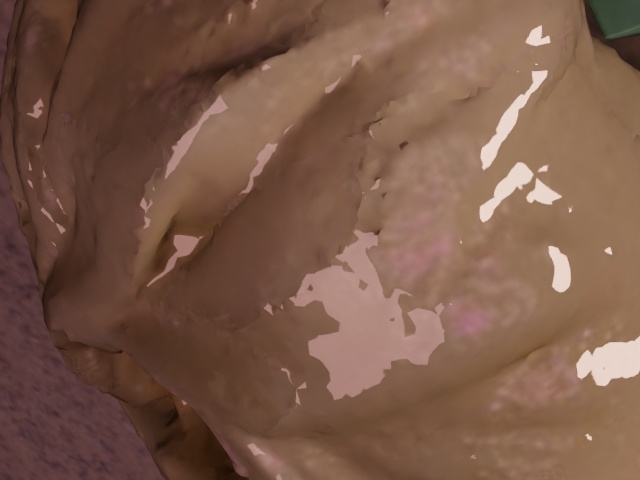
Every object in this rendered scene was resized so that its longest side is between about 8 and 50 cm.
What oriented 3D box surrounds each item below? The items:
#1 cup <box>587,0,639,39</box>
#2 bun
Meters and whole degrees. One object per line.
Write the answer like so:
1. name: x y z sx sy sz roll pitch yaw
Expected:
1. cup: 0.201 -0.150 0.452 0.236 0.148 0.134 -7 99 34
2. bun: 0.000 0.000 0.577 0.365 0.219 0.365 51 171 11
